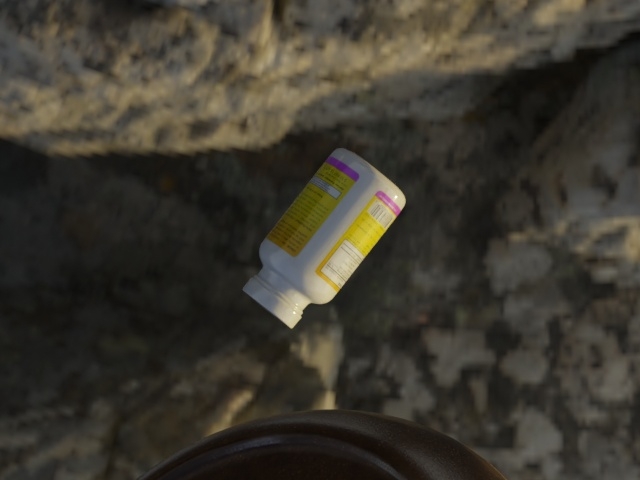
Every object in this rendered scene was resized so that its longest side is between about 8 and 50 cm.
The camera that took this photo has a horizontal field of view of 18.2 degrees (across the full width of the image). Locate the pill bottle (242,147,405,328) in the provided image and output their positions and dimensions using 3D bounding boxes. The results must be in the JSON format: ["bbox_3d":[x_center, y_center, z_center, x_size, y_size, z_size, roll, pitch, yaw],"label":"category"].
[{"bbox_3d":[0.000,0.000,0.949,0.043,0.043,0.083,40,86,-20],"label":"pill bottle"}]

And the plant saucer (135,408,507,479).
[{"bbox_3d":[-0.032,0.208,1.023,0.311,0.310,0.050,-16,137,16],"label":"plant saucer"}]
